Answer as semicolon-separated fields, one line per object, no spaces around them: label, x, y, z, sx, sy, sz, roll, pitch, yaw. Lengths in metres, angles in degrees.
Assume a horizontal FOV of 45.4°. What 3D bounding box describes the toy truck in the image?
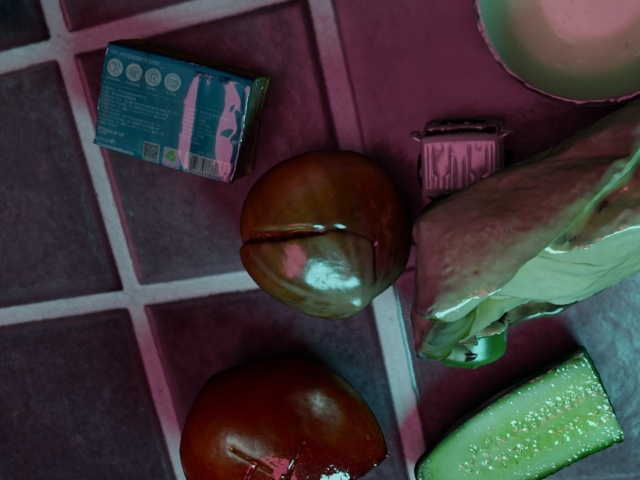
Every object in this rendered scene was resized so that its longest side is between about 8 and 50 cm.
toy truck;0.144;0.001;0.770;0.101;0.125;0.242;-1;104;15

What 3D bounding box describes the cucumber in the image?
cucumber;0.207;0.209;0.844;0.244;0.063;0.115;-34;101;20

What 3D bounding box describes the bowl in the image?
bowl;0.244;-0.229;0.683;0.211;0.112;0.211;3;104;14

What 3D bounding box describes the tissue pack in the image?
tissue pack;-0.149;-0.141;0.824;0.169;0.082;0.120;16;108;10

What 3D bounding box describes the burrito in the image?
burrito;0.213;-0.016;0.639;0.332;0.190;0.135;-24;73;-1

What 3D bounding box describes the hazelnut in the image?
hazelnut;0.000;0.000;0.787;0.182;0.182;0.182;4;106;13

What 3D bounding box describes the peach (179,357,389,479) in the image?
peach;-0.038;0.236;0.850;0.226;0.196;0.190;13;141;13
